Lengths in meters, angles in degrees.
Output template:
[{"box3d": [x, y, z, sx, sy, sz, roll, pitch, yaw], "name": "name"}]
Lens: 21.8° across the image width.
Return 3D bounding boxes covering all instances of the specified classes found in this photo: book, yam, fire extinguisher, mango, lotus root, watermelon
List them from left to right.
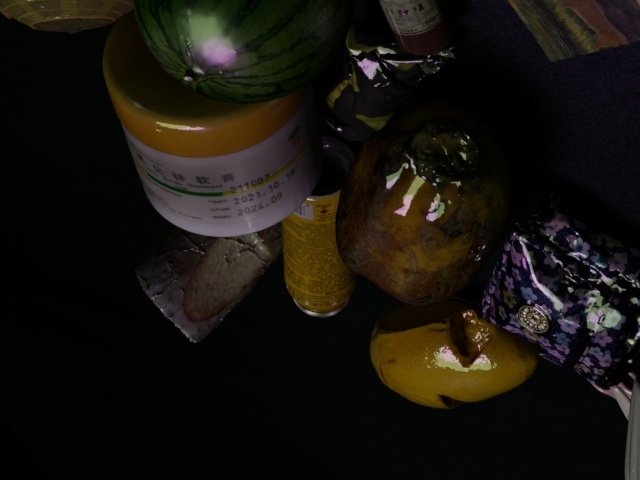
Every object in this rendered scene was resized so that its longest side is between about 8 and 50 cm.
[{"box3d": [-0.142, 0.016, 2.312, 0.154, 0.254, 0.154, 38, 165, 12], "name": "yam"}, {"box3d": [-0.079, -0.263, 1.770, 0.242, 0.242, 0.242, 29, 152, 17], "name": "watermelon"}, {"box3d": [0.085, -0.256, 1.759, 0.099, 0.071, 0.231, -1, 138, 26], "name": "fire extinguisher"}, {"box3d": [0.118, -0.033, 1.950, 0.196, 0.179, 0.397, 49, 163, 10], "name": "lotus root"}, {"box3d": [0.179, 0.152, 2.243, 0.167, 0.130, 0.262, 46, 148, -21], "name": "mango"}, {"box3d": [0.260, -0.256, 1.604, 0.160, 0.024, 0.228, 51, 151, -20], "name": "book"}]

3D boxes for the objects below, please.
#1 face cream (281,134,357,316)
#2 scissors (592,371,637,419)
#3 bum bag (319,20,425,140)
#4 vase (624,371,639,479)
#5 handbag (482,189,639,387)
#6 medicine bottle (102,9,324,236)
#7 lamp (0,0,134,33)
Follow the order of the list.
[{"box3d": [0.000, 0.000, 2.245, 0.105, 0.105, 0.348, 29, 152, 18], "name": "face cream"}, {"box3d": [0.411, 0.225, 2.183, 0.085, 0.022, 0.176, -1, 131, 48], "name": "scissors"}, {"box3d": [0.057, -0.177, 1.939, 0.107, 0.060, 0.232, 34, 158, 4], "name": "bum bag"}, {"box3d": [0.443, 0.263, 2.100, 0.128, 0.128, 0.248, 16, 137, 37], "name": "vase"}, {"box3d": [0.301, 0.070, 1.959, 0.208, 0.127, 0.228, 34, 144, 12], "name": "handbag"}, {"box3d": [-0.122, -0.158, 1.993, 0.238, 0.238, 0.232, 25, 151, 24], "name": "medicine bottle"}, {"box3d": [-0.294, -0.380, 1.886, 0.250, 0.250, 0.284, -2, 93, 53], "name": "lamp"}]
